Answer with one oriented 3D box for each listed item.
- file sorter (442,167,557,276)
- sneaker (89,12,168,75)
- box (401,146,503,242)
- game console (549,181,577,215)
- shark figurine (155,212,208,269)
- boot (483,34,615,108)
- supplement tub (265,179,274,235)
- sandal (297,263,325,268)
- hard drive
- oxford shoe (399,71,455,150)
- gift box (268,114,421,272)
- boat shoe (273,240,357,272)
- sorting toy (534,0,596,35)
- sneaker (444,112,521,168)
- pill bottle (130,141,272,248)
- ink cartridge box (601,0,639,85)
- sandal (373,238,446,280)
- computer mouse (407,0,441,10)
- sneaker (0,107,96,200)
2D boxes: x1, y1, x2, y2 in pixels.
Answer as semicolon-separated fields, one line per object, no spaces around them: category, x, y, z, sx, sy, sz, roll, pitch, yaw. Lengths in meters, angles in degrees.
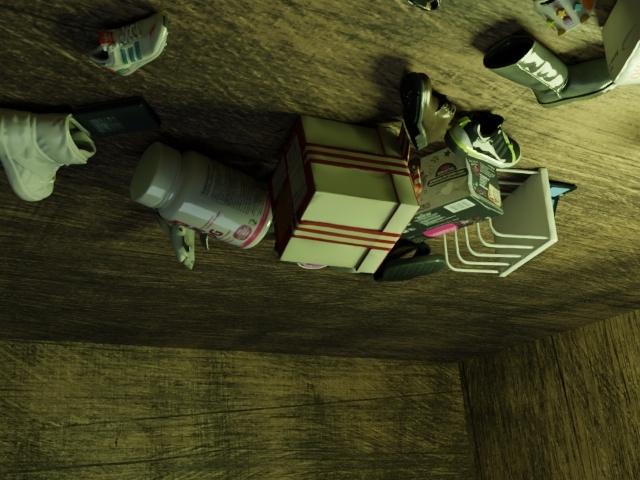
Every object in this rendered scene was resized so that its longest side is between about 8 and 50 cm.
file sorter;0.443;-0.044;1.844;0.173;0.192;0.277;3;158;-13
sneaker;-0.307;-0.315;1.154;0.075;0.057;0.161;8;160;-44
box;0.274;-0.109;1.705;0.247;0.142;0.163;-21;153;35
game console;0.597;-0.097;1.884;0.122;0.071;0.107;2;160;-35
shark figurine;-0.315;-0.043;1.831;0.116;0.166;0.278;-33;179;-31
boot;0.422;-0.316;1.299;0.190;0.076;0.209;-22;146;35
supplement tub;-0.111;-0.083;1.732;0.117;0.116;0.190;15;153;-42
sandal;0.090;0.026;2.083;0.170;0.102;0.416;11;155;-35
hard drive;-0.389;-0.236;1.400;0.135;0.022;0.094;-7;159;8
oxford shoe;0.208;-0.262;1.395;0.096;0.082;0.227;-23;160;3
gift box;0.054;-0.113;1.514;0.258;0.276;0.255;8;143;-21
boat shoe;-0.002;0.002;1.963;0.127;0.113;0.340;-27;-153;-36
sorting toy;0.387;-0.376;1.169;0.075;0.044;0.083;32;143;-28
sneaker;0.363;-0.214;1.520;0.235;0.084;0.097;1;141;-41
pill bottle;-0.253;-0.098;1.573;0.283;0.160;0.160;23;148;-32
ink cartridge box;0.618;-0.355;1.146;0.279;0.117;0.201;-5;159;0
sandal;0.254;0.059;2.241;0.168;0.106;0.446;-1;172;-12
computer mouse;0.087;-0.381;1.081;0.242;0.041;0.071;8;156;-31
sneaker;-0.534;-0.159;1.457;0.169;0.108;0.292;1;158;-6
